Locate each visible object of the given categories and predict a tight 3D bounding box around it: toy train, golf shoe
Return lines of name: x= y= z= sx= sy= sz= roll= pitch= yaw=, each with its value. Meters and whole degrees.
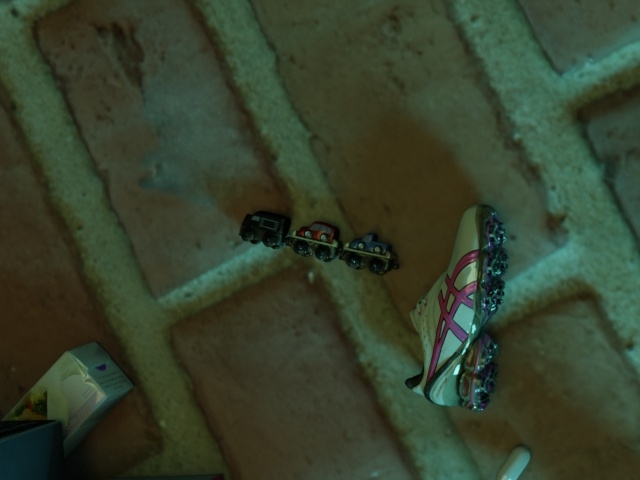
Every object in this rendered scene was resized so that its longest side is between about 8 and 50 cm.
toy train: x=0.000 y=0.000 z=1.605 sx=0.158 sy=0.027 sz=0.036 roll=14 pitch=88 yaw=19
golf shoe: x=0.118 y=0.057 z=1.543 sx=0.086 sy=0.067 sz=0.186 roll=10 pitch=97 yaw=21

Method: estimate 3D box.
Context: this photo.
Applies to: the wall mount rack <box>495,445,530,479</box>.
wall mount rack: x=0.172 y=0.353 z=1.468 sx=0.350 sy=0.130 sz=0.304 roll=20 pitch=107 yaw=55

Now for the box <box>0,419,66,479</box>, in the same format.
box: x=-0.448 y=0.329 z=1.624 sx=0.395 sy=0.212 sz=0.293 roll=-3 pitch=92 yaw=21

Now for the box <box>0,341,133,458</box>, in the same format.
box: x=-0.316 y=0.231 z=1.716 sx=0.063 sy=0.067 sz=0.324 roll=47 pitch=108 yaw=11

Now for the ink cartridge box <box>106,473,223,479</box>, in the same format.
ink cartridge box: x=-0.163 y=0.319 z=1.633 sx=0.128 sy=0.127 sz=0.176 roll=-6 pitch=93 yaw=20
